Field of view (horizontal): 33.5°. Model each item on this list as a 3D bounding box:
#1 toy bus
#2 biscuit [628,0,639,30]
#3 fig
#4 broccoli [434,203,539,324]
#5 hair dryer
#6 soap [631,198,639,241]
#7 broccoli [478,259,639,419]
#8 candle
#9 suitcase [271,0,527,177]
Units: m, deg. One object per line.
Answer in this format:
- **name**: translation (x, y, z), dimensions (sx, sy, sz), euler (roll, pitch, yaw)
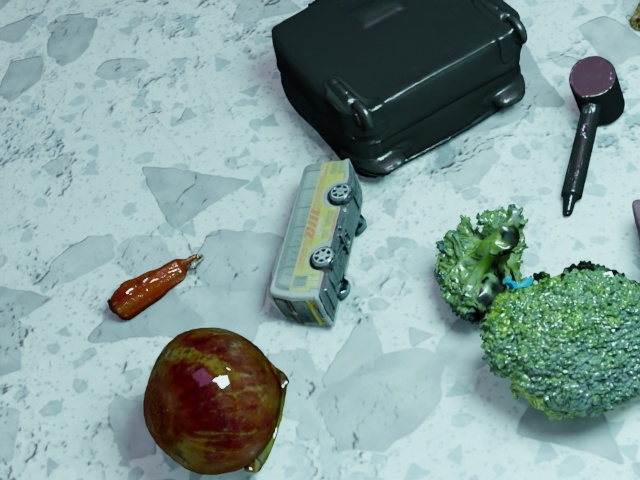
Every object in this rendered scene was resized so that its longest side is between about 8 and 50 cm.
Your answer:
- **toy bus**: translation (0.000, 0.000, 1.580), dimensions (0.106, 0.092, 0.268), euler (-3, 51, 22)
- **biscuit**: translation (0.588, -0.426, 1.816), dimensions (0.064, 0.034, 0.199), euler (20, 58, 26)
- **fig**: translation (-0.130, 0.210, 1.389), dimensions (0.205, 0.205, 0.205), euler (-7, 51, 8)
- **broccoli**: translation (0.233, 0.026, 1.461), dimensions (0.167, 0.160, 0.154), euler (-22, 77, -19)
- **hair dryer**: translation (0.407, -0.145, 1.614), dimensions (0.070, 0.114, 0.248), euler (6, 73, 26)
- **soap**: translation (0.561, -0.010, 1.412), dimensions (0.259, 0.081, 0.181), euler (-14, 34, 15)
- **broccoli**: translation (0.331, 0.125, 1.351), dimensions (0.226, 0.198, 0.176), euler (-23, 8, -42)
- **candle**: translation (-0.247, 0.061, 1.612), dimensions (0.162, 0.048, 0.053), euler (-33, 82, -16)
- **suitcase**: translation (0.122, -0.298, 1.724), dimensions (0.345, 0.188, 0.339), euler (-31, 53, -10)
